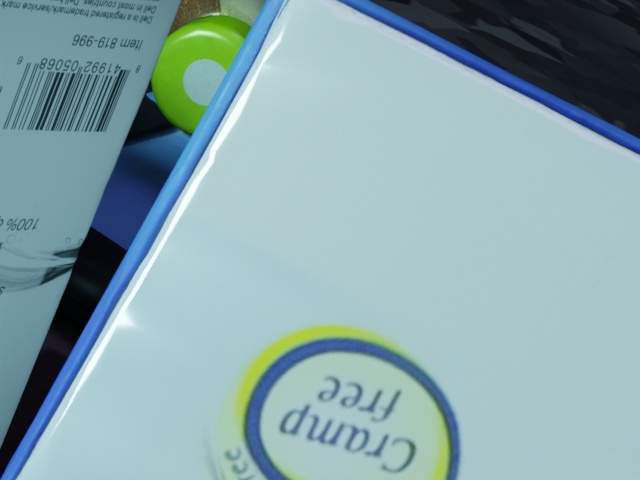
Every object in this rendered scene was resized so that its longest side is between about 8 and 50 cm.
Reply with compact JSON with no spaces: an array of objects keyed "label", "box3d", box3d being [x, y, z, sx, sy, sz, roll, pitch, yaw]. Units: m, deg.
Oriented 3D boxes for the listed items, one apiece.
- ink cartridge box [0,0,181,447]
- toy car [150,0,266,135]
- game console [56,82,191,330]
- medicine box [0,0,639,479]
[{"label":"ink cartridge box","box3d":[-0.143,-0.028,0.592,0.087,0.208,0.153,36,21,32]},{"label":"toy car","box3d":[-0.102,-0.123,0.917,0.188,0.149,0.155,-1,16,14]},{"label":"game console","box3d":[0.000,0.000,0.915,0.386,0.060,0.342,32,20,19]},{"label":"medicine box","box3d":[0.073,0.080,0.524,0.263,0.149,0.289,27,-7,2]}]
